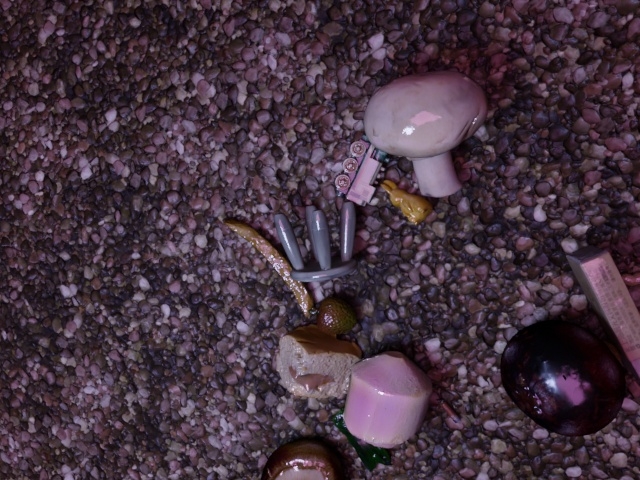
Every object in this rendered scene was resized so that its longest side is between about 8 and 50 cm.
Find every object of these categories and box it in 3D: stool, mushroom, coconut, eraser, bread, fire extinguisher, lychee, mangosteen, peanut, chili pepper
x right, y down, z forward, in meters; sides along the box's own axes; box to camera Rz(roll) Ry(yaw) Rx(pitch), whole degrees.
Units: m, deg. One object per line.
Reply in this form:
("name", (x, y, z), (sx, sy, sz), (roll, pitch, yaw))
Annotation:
("stool", (0.000, 0.000, 1.455), (0.195, 0.195, 0.198), (0, 102, 39))
("mushroom", (-0.047, 0.755, 1.579), (0.278, 0.163, 0.296), (29, 102, 19))
("coconut", (0.193, 0.432, 1.454), (0.233, 0.233, 0.245), (16, 100, 12))
("eraser", (0.755, 0.182, 1.314), (0.078, 0.144, 0.343), (-27, 90, 14))
("bread", (-0.021, 0.353, 1.569), (0.211, 0.224, 0.183), (38, 116, 51))
("fire extinguisher", (0.374, 0.498, 1.510), (0.083, 0.022, 0.028), (49, 135, 5))
("lychee", (0.037, 0.224, 1.522), (0.147, 0.114, 0.114), (19, 101, -8))
("mushroom", (0.282, -0.266, 1.341), (0.315, 0.314, 0.335), (-12, 114, 16))
("mangosteen", (0.615, 0.333, 1.298), (0.293, 0.297, 0.297), (-37, 86, -6))
("peanut", (0.823, 0.101, 1.342), (0.083, 0.037, 0.037), (-5, 95, 13))
("chili pepper", (0.129, 0.606, 1.565), (0.098, 0.061, 0.224), (-41, 83, 8))

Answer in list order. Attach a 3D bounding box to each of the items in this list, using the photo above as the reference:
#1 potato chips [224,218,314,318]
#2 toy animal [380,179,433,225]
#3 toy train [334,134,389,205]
("potato chips", (-0.144, 0.065, 1.578), (0.080, 0.057, 0.407), (-43, 85, 11))
("toy animal", (0.238, -0.117, 1.463), (0.159, 0.083, 0.070), (36, 130, 20))
("toy train", (0.119, -0.200, 1.475), (0.125, 0.081, 0.193), (26, 99, 0))
